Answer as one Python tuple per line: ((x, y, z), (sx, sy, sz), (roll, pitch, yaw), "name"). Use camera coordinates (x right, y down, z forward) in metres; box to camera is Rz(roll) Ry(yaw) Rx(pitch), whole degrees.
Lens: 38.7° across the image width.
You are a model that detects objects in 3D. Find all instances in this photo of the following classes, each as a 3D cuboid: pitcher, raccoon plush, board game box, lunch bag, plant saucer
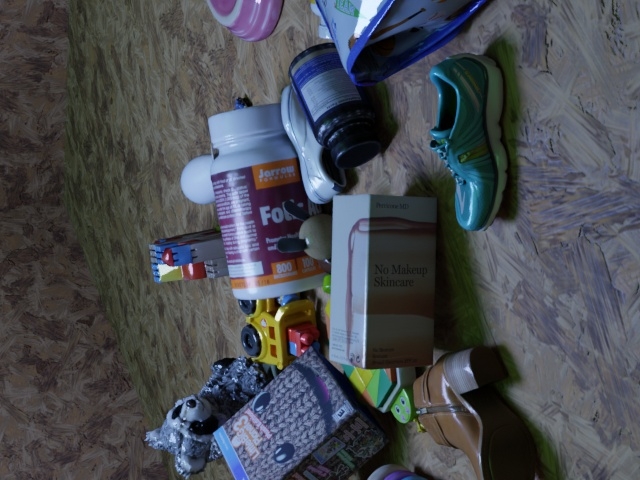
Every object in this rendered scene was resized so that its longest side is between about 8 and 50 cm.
((-0.268, -0.149, 2.370), (0.207, 0.125, 0.178), (-28, 91, 52), "pitcher")
((-0.197, 0.489, 2.141), (0.216, 0.299, 0.446), (14, 141, 49), "raccoon plush")
((-0.044, 0.412, 1.916), (0.141, 0.291, 0.232), (46, -178, -39), "board game box")
((0.104, -0.460, 1.350), (0.385, 0.238, 0.328), (-43, 65, 52), "lunch bag")
((-0.187, -0.609, 2.033), (0.332, 0.084, 0.332), (38, 134, 53), "plant saucer")

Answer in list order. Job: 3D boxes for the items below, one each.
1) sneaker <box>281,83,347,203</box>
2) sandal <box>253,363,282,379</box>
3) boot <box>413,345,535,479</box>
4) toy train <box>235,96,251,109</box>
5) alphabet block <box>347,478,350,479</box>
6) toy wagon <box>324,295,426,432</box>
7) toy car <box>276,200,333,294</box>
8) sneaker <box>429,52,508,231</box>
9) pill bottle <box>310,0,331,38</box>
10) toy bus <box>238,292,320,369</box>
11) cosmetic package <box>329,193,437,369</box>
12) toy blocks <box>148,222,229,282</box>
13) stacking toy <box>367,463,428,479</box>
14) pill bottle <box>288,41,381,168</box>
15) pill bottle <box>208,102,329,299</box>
((-0.003, -0.207, 1.855), (0.091, 0.094, 0.258), (-24, 81, 42), "sneaker")
((-0.148, 0.350, 2.363), (0.120, 0.086, 0.303), (18, 117, 61), "sandal")
((0.243, 0.332, 1.546), (0.220, 0.109, 0.283), (-44, 60, 59), "boot")
((-0.167, -0.295, 2.180), (0.158, 0.036, 0.027), (55, 146, 39), "toy train")
((0.020, 0.627, 1.958), (0.192, 0.197, 0.193), (24, 149, 57), "alphabet block")
((0.116, 0.228, 1.804), (0.344, 0.068, 0.267), (62, 150, 30), "toy wagon")
((0.000, 0.000, 1.740), (0.149, 0.188, 0.155), (-25, 53, 53), "toy car")
((0.214, -0.146, 1.401), (0.107, 0.110, 0.275), (16, 116, 61), "sneaker")
((0.032, -0.459, 1.635), (0.103, 0.103, 0.184), (33, 130, 55), "pill bottle")
((-0.076, 0.185, 2.092), (0.211, 0.149, 0.220), (10, 108, 55), "toy bus")
((0.110, 0.069, 1.595), (0.129, 0.153, 0.296), (1, 91, 61), "cosmetic package")
((-0.323, 0.038, 2.382), (0.381, 0.260, 0.191), (5, 105, 63), "toy blocks")
((0.220, 0.513, 1.677), (0.330, 0.141, 0.141), (1, 102, 56), "stacking toy")
((0.030, -0.250, 1.709), (0.219, 0.122, 0.123), (67, 152, 20), "pill bottle")
((-0.112, -0.085, 1.951), (0.224, 0.224, 0.392), (-3, 99, 64), "pill bottle")
